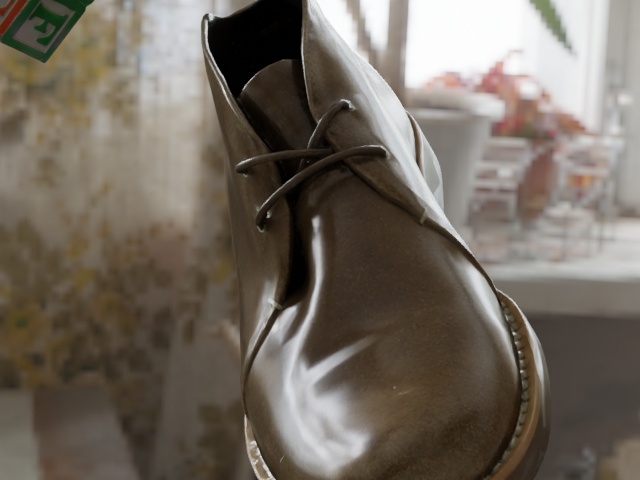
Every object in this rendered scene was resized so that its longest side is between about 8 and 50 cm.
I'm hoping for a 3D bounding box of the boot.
[{"bbox_3d":[0.000,0.000,0.716,0.112,0.115,0.305,-26,30,6],"label":"boot"}]

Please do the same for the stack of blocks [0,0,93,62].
[{"bbox_3d":[-0.215,-0.165,1.105,0.087,0.297,0.171,43,9,32],"label":"stack of blocks"}]
